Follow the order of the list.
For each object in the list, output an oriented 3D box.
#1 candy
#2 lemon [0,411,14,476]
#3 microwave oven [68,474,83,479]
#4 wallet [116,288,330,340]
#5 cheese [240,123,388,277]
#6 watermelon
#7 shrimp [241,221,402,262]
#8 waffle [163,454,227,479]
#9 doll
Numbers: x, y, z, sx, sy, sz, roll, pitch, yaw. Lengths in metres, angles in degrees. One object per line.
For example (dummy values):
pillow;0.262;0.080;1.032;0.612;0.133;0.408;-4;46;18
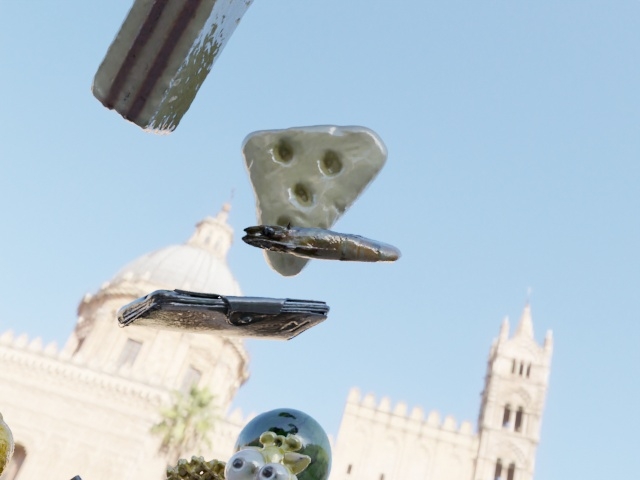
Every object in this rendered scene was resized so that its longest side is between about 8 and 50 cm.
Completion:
candy;-0.253;-0.345;1.444;0.135;0.179;0.320;35;-78;5
lemon;-0.603;0.368;1.425;0.142;0.187;0.142;29;-8;5
microwave oven;-0.474;0.616;1.632;0.188;0.178;0.247;48;-21;36
wallet;-0.147;0.122;1.360;0.318;0.045;0.172;9;-23;-34
cheese;0.006;-0.109;1.890;0.329;0.350;0.129;-13;-22;-2
watermelon;-0.078;0.414;1.559;0.188;0.214;0.188;25;-36;19
shrimp;0.000;0.000;1.500;0.296;0.058;0.169;9;6;-14
waffle;-0.269;0.557;1.847;0.191;0.191;0.038;40;-11;-25
doll;-0.097;0.369;1.043;0.117;0.291;0.086;5;-35;27
